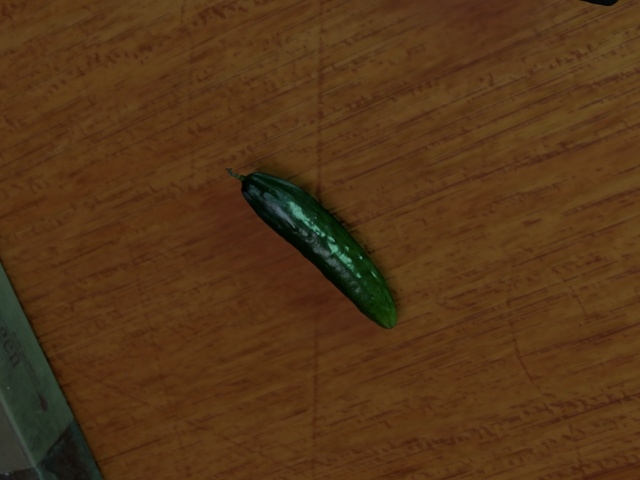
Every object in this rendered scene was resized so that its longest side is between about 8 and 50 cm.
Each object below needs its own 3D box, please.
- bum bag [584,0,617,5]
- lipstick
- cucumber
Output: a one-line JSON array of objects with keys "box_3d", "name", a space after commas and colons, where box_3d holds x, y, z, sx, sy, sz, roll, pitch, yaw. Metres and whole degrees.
[{"box_3d": [0.177, -0.281, 1.162, 0.144, 0.095, 0.340, 39, 122, 16], "name": "bum bag"}, {"box_3d": [-0.281, 0.062, 1.517, 0.080, 0.076, 0.371, -12, 111, 27], "name": "lipstick"}, {"box_3d": [0.000, 0.000, 1.405, 0.168, 0.039, 0.039, 45, 122, -8], "name": "cucumber"}]
